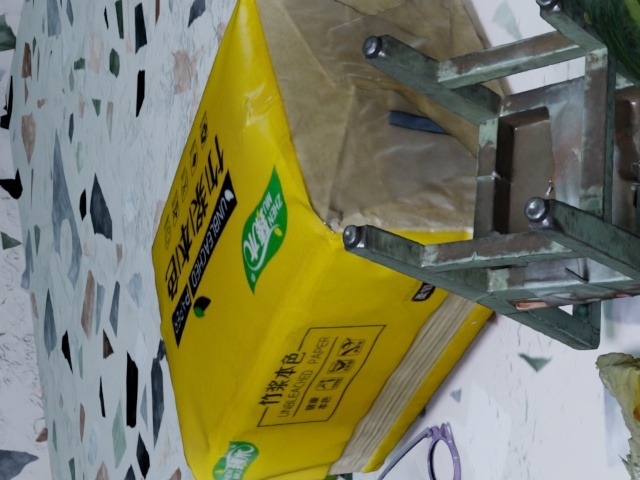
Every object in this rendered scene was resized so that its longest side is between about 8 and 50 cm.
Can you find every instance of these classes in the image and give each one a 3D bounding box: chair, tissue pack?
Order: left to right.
[{"bbox_3d":[0.000,0.000,1.088,0.382,0.228,0.293,118,146,-46],"label":"tissue pack"},{"bbox_3d":[0.153,-0.027,0.749,0.147,0.270,0.136,-9,67,41],"label":"chair"}]

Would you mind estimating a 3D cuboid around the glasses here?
[{"bbox_3d":[0.073,0.224,1.073,0.062,0.103,0.140,113,151,-46],"label":"glasses"}]

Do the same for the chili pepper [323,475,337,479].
[{"bbox_3d":[-0.004,0.229,1.324,0.052,0.050,0.202,-96,20,-57],"label":"chili pepper"}]

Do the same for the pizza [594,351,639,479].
[{"bbox_3d":[0.206,0.136,0.742,0.262,0.034,0.181,-112,4,-68],"label":"pizza"}]

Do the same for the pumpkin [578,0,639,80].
[{"bbox_3d":[0.230,-0.189,0.553,0.300,0.207,0.300,-158,90,-80],"label":"pumpkin"}]

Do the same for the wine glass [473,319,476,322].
[{"bbox_3d":[0.166,0.012,0.552,0.309,0.264,0.096,101,163,-75],"label":"wine glass"}]
